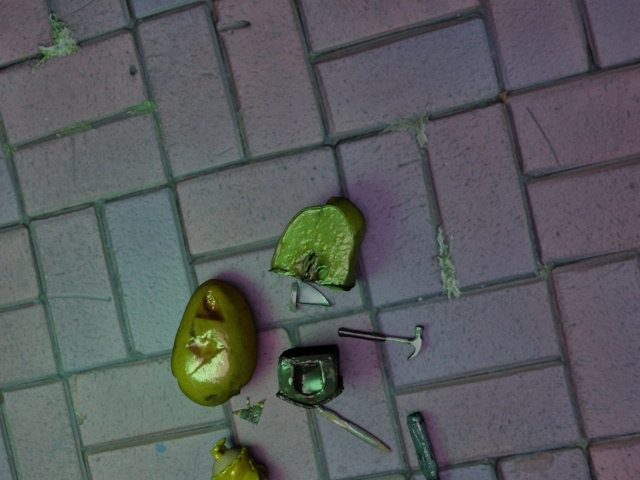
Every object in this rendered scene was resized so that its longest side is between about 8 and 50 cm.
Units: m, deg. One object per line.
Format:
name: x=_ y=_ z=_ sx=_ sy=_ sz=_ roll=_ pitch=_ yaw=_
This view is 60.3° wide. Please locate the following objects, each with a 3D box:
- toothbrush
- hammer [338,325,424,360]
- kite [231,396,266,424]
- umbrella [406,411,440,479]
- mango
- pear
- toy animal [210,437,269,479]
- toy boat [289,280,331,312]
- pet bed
toothbrush: x=0.040 y=0.523 z=1.625 sx=0.376 sy=0.037 sz=0.028 roll=30 pitch=99 yaw=3
hammer: x=0.172 y=0.288 z=1.599 sx=0.247 sy=0.029 sz=0.102 roll=4 pitch=92 yaw=10
kite: x=-0.213 y=0.519 z=1.673 sx=0.122 sy=0.004 sz=0.090 roll=-19 pitch=90 yaw=8
umbrella: x=0.300 y=0.616 z=1.578 sx=0.053 sy=0.052 sz=0.250 roll=-15 pitch=89 yaw=8
mango: x=-0.306 y=0.294 z=1.603 sx=0.253 sy=0.182 sz=0.364 roll=-1 pitch=81 yaw=11
pear: x=0.000 y=0.000 z=1.552 sx=0.239 sy=0.164 sz=0.255 roll=10 pitch=88 yaw=18
toy animal: x=-0.240 y=0.690 z=1.612 sx=0.156 sy=0.156 sz=0.229 roll=-35 pitch=86 yaw=8
toy boat: x=-0.028 y=0.169 z=1.626 sx=0.122 sy=0.034 sz=0.096 roll=4 pitch=93 yaw=-1
pet bed: x=-0.028 y=0.384 z=1.534 sx=0.184 sy=0.211 sz=0.159 roll=-5 pitch=87 yaw=1
